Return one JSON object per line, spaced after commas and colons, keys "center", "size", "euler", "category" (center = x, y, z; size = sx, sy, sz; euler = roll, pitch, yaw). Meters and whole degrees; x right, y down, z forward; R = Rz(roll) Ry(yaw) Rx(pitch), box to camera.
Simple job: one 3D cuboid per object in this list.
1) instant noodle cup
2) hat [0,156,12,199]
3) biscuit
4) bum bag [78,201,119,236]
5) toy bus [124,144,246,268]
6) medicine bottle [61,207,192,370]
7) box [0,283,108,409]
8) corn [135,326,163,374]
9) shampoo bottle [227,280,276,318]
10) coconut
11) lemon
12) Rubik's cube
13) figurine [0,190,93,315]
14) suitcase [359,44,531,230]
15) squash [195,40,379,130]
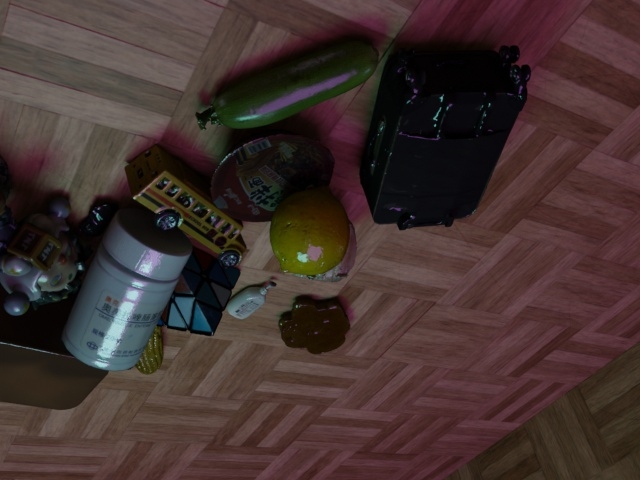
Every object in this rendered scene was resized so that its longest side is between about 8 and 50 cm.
{"center": [-0.111, -0.157, 1.493], "size": [0.274, 0.091, 0.274], "euler": [-13, 146, -9], "category": "instant noodle cup"}
{"center": [-0.749, -0.081, 1.371], "size": [0.265, 0.128, 0.265], "euler": [-6, 141, -5], "category": "hat"}
{"center": [-0.020, 0.250, 2.062], "size": [0.208, 0.041, 0.290], "euler": [-19, 140, 5], "category": "biscuit"}
{"center": [-0.497, -0.046, 1.561], "size": [0.058, 0.034, 0.124], "euler": [4, 140, -39], "category": "bum bag"}
{"center": [-0.277, -0.068, 1.540], "size": [0.123, 0.121, 0.335], "euler": [-41, 136, 11], "category": "toy bus"}
{"center": [-0.433, 0.108, 1.567], "size": [0.190, 0.190, 0.332], "euler": [16, 112, -33], "category": "medicine bottle"}
{"center": [-0.706, 0.233, 1.678], "size": [0.339, 0.229, 0.239], "euler": [20, 131, -35], "category": "box"}
{"center": [-0.476, 0.279, 1.908], "size": [0.102, 0.102, 0.313], "euler": [-5, 140, -11], "category": "corn"}
{"center": [-0.182, 0.155, 1.893], "size": [0.152, 0.045, 0.077], "euler": [-37, 134, 28], "category": "shampoo bottle"}
{"center": [-0.002, 0.000, 1.662], "size": [0.194, 0.194, 0.194], "euler": [-9, 141, -7], "category": "coconut"}
{"center": [-0.021, -0.021, 1.492], "size": [0.173, 0.206, 0.173], "euler": [11, 176, 1], "category": "lemon"}
{"center": [-0.350, 0.141, 1.759], "size": [0.234, 0.284, 0.250], "euler": [-36, 172, 24], "category": "Rubik's cube"}
{"center": [-0.601, 0.015, 1.438], "size": [0.186, 0.261, 0.382], "euler": [28, 162, 13], "category": "figurine"}
{"center": [0.234, -0.214, 1.456], "size": [0.283, 0.194, 0.434], "euler": [-5, 140, -12], "category": "suitcase"}
{"center": [-0.065, -0.291, 1.351], "size": [0.379, 0.101, 0.101], "euler": [-18, 141, 6], "category": "squash"}
